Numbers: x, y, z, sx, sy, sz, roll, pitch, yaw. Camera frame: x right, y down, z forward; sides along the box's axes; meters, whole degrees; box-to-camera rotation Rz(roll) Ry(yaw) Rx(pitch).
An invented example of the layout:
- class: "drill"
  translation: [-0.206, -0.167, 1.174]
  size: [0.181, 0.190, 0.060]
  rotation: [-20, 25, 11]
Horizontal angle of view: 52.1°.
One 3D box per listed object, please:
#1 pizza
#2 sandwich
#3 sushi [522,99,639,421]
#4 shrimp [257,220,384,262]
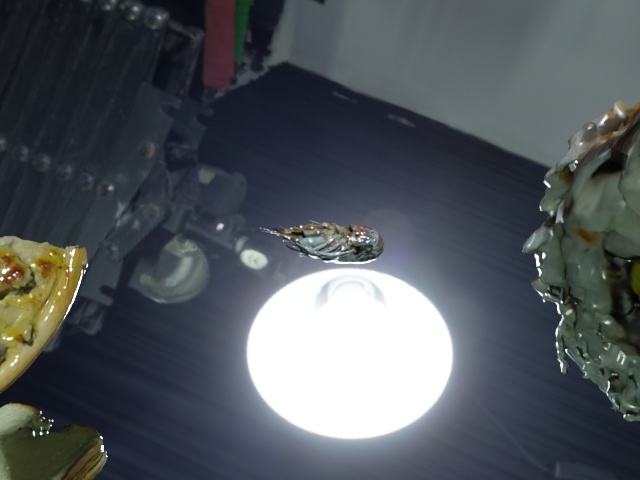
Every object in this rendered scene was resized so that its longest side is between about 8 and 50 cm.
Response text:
- class: "pizza"
  translation: [-0.484, 0.090, 0.915]
  size: [0.089, 0.223, 0.323]
  rotation: [-36, 19, 56]
- class: "sandwich"
  translation: [-0.591, 0.442, 1.288]
  size: [0.249, 0.273, 0.095]
  rotation: [-53, -29, -56]
- class: "sushi"
  translation: [0.336, 0.050, 0.449]
  size: [0.176, 0.417, 0.417]
  rotation: [-30, -23, -20]
- class: "shrimp"
  translation: [0.000, 0.000, 1.179]
  size: [0.090, 0.232, 0.079]
  rotation: [-86, 5, -48]
